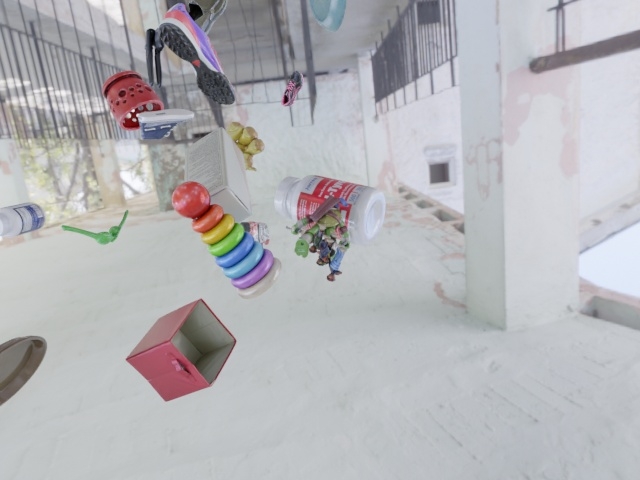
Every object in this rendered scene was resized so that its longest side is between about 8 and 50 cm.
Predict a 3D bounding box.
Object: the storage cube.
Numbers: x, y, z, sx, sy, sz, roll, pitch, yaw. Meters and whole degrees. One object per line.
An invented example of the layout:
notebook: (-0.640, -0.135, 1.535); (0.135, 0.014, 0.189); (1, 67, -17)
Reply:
storage cube: (-0.396, 0.317, 1.309); (0.193, 0.184, 0.215); (-25, -159, 26)

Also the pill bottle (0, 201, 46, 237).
pill bottle: (-0.954, -0.062, 1.409); (0.094, 0.094, 0.169); (-5, -168, 8)

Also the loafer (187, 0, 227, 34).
loafer: (-0.416, -0.832, 1.620); (0.094, 0.251, 0.087); (18, 168, 22)

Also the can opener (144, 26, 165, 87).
can opener: (-0.517, -0.568, 1.400); (0.059, 0.186, 0.073); (4, 178, -29)

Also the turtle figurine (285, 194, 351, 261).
turtle figurine: (0.000, 0.000, 1.560); (0.274, 0.198, 0.266); (-37, -165, 30)

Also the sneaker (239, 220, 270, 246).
sneaker: (-0.311, 0.043, 2.133); (0.144, 0.270, 0.090); (-4, -167, -36)

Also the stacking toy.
stacking toy: (-0.243, -0.009, 1.132); (0.141, 0.330, 0.141); (-30, -155, 16)

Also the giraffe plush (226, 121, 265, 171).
giraffe plush: (-0.312, -0.335, 1.764); (0.210, 0.181, 0.170); (-36, 170, 3)

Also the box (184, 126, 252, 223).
box: (-0.298, -0.174, 1.296); (0.147, 0.121, 0.311); (-27, -136, 12)

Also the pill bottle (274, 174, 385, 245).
pill bottle: (0.031, -0.133, 1.790); (0.407, 0.229, 0.229); (16, -158, 27)

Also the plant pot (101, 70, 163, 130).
plant pot: (-0.749, -0.560, 1.787); (0.191, 0.174, 0.191); (-33, 180, 0)

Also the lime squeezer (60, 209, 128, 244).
lime squeezer: (-0.789, -0.038, 1.658); (0.109, 0.059, 0.310); (36, -157, 7)

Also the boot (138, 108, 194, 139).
boot: (-0.536, -0.406, 1.578); (0.189, 0.086, 0.069); (-13, -139, -29)

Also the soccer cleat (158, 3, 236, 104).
soccer cleat: (-0.344, -0.543, 1.345); (0.108, 0.117, 0.318); (-3, 149, 27)

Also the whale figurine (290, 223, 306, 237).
whale figurine: (-0.045, -0.136, 2.216); (0.216, 0.272, 0.141); (34, -165, 38)

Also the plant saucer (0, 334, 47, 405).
plant saucer: (-0.905, 0.380, 1.276); (0.041, 0.278, 0.278); (33, -160, 4)

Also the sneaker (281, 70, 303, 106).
sneaker: (-0.092, -0.470, 1.410); (0.047, 0.119, 0.057); (30, -148, 9)

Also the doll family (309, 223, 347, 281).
doll family: (0.019, 0.039, 1.319); (0.075, 0.112, 0.193); (17, -159, -17)

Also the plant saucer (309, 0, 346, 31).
plant saucer: (0.009, -0.854, 1.479); (0.043, 0.318, 0.317); (-13, -166, -15)
